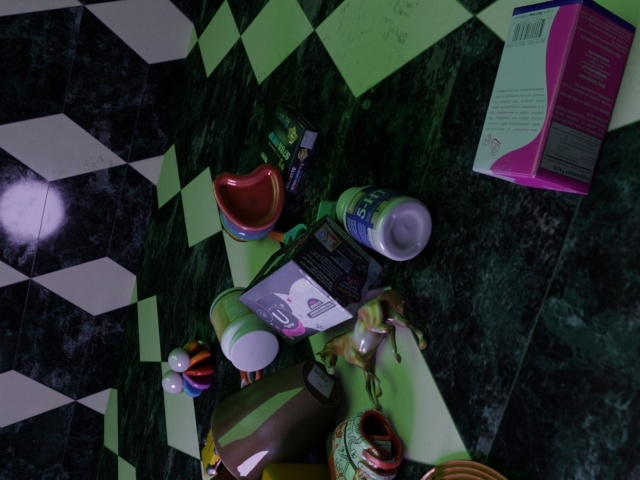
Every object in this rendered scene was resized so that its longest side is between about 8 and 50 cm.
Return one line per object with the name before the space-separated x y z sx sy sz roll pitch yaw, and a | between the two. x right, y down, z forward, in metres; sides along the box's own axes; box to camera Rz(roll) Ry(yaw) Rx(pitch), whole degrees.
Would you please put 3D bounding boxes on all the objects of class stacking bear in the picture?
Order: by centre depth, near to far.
stacking bear | -0.197 -0.072 1.534 0.289 0.175 0.164 138 116 -72

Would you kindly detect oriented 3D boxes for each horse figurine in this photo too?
horse figurine | 0.096 0.182 1.039 0.263 0.066 0.174 -64 37 29

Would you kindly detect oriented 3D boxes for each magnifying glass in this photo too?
magnifying glass | -0.077 -0.004 1.455 0.231 0.026 0.092 16 95 62

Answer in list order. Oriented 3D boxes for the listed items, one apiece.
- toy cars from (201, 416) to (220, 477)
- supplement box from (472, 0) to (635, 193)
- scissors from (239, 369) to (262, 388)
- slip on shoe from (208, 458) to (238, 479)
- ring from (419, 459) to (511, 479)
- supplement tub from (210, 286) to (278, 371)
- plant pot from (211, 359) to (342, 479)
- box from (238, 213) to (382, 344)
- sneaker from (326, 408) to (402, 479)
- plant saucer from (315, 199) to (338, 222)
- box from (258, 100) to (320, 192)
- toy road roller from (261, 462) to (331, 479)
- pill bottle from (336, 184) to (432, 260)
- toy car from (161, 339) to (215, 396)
toy cars | -0.268 0.654 1.527 0.176 0.087 0.394 176 99 -66
supplement box | 0.299 -0.181 0.743 0.111 0.113 0.220 24 100 60
scissors | -0.226 0.346 1.610 0.297 0.021 0.109 37 115 57
slip on shoe | -0.173 0.496 1.252 0.331 0.101 0.123 -33 -35 -76
ring | 0.204 0.480 0.780 0.336 0.032 0.337 -31 54 55
supplement tub | -0.195 0.225 1.466 0.200 0.144 0.145 50 124 54
plant pot | -0.069 0.351 1.168 0.230 0.215 0.215 -46 41 25
box | -0.025 0.089 1.145 0.247 0.163 0.142 -34 15 53
sneaker | 0.082 0.422 0.956 0.145 0.090 0.270 -54 35 42
plant saucer | 0.000 0.000 1.323 0.067 0.018 0.192 17 96 62
box | -0.088 -0.255 1.529 0.175 0.051 0.220 -66 32 23
toy road roller | -0.031 0.542 1.002 0.329 0.202 0.241 10 89 63
pill bottle | 0.107 -0.041 1.044 0.186 0.111 0.112 30 107 60
toy car | -0.399 0.413 1.806 0.136 0.159 0.182 26 107 23
